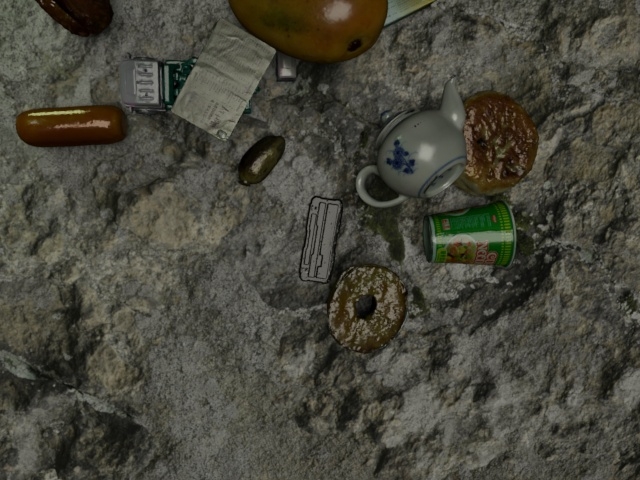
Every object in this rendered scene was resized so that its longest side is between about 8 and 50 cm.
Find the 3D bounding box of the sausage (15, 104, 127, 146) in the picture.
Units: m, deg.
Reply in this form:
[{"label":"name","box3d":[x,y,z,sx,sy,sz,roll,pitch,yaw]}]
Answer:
[{"label":"sausage","box3d":[-0.657,-0.302,1.388,0.275,0.105,0.105,-5,101,-8]}]

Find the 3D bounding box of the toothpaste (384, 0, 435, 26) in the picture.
[{"label":"toothpaste","box3d":[0.166,-0.631,1.456,0.313,0.071,0.089,-27,105,-2]}]

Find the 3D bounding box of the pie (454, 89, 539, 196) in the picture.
[{"label":"pie","box3d":[0.508,-0.283,1.559,0.315,0.092,0.315,-1,99,-9]}]

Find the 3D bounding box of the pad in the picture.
[{"label":"pad","box3d":[-0.239,-0.395,1.292,0.160,0.009,0.265,29,92,-6]}]

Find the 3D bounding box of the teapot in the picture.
[{"label":"teapot","box3d":[0.258,-0.262,1.464,0.424,0.252,0.280,-47,68,25]}]

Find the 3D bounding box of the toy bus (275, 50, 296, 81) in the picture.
[{"label":"toy bus","box3d":[-0.095,-0.503,1.440,0.060,0.075,0.122,-3,101,-7]}]

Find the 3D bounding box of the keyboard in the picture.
[{"label":"keyboard","box3d":[0.000,0.000,1.576,0.106,0.016,0.262,8,99,-9]}]

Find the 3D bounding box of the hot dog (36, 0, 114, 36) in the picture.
[{"label":"hot dog","box3d":[-0.629,-0.684,1.244,0.174,0.267,0.387,-24,114,-29]}]

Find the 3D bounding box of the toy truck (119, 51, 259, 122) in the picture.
[{"label":"toy truck","box3d":[-0.339,-0.405,1.376,0.364,0.178,0.176,1,101,-5]}]

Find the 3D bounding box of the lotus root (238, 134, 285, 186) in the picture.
[{"label":"lotus root","box3d":[-0.169,-0.228,1.474,0.179,0.089,0.080,-51,146,-1]}]

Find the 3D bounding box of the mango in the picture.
[{"label":"mango","box3d":[-0.045,-0.607,1.311,0.446,0.232,0.300,31,78,17]}]

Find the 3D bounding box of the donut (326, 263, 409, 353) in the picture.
[{"label":"donut","box3d":[0.133,0.195,1.592,0.272,0.107,0.272,-2,98,-12]}]

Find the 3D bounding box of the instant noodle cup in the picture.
[{"label":"instant noodle cup","box3d":[0.430,-0.014,1.558,0.233,0.207,0.207,-5,101,2]}]
